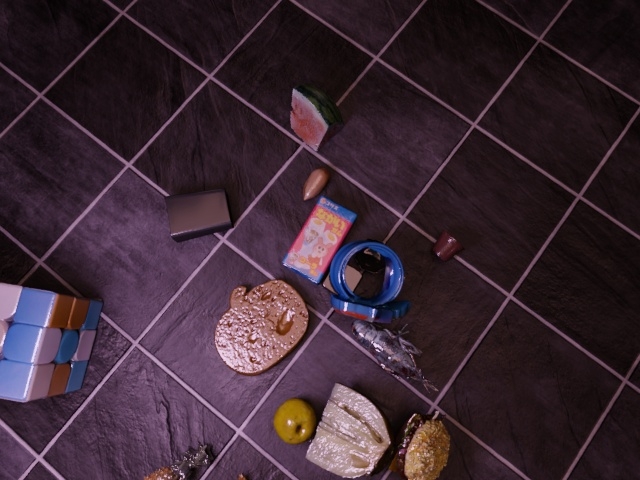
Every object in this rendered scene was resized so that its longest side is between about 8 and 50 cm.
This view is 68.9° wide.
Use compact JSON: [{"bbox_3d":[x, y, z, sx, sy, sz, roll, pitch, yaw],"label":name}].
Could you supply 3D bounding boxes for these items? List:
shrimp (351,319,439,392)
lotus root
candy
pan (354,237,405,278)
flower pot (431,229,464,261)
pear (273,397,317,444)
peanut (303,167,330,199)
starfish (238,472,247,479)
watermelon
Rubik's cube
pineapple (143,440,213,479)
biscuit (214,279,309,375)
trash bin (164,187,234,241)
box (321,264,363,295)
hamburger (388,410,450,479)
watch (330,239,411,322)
[{"bbox_3d":[0.276,0.385,1.654,0.372,0.137,0.172,33,96,8],"label":"shrimp"},{"bbox_3d":[0.131,0.650,1.549,0.260,0.149,0.267,12,70,35],"label":"lotus root"},{"bbox_3d":[0.000,0.000,1.764,0.157,0.100,0.306,28,80,7],"label":"candy"},{"bbox_3d":[0.214,0.092,1.767,0.128,0.048,0.202,-29,78,-5],"label":"pan"},{"bbox_3d":[0.473,0.028,1.763,0.111,0.111,0.089,43,97,8],"label":"flower pot"},{"bbox_3d":[-0.086,0.619,1.603,0.149,0.162,0.148,0,89,-15],"label":"pear"},{"bbox_3d":[-0.020,-0.219,1.822,0.076,0.076,0.152,37,84,7],"label":"peanut"},{"bbox_3d":[-0.246,0.888,1.582,0.146,0.074,0.190,-28,79,-7],"label":"starfish"},{"bbox_3d":[-0.039,-0.489,1.831,0.213,0.262,0.201,45,109,5],"label":"watermelon"},{"bbox_3d":[-1.003,0.325,1.568,0.347,0.346,0.344,8,77,2],"label":"Rubik's cube"},{"bbox_3d":[-0.485,0.789,1.594,0.251,0.125,0.125,-34,80,-12],"label":"pineapple"},{"bbox_3d":[-0.226,0.305,1.717,0.367,0.063,0.314,-40,78,-8],"label":"biscuit"},{"bbox_3d":[-0.458,-0.101,1.779,0.226,0.115,0.165,-12,79,-4],"label":"trash bin"},{"bbox_3d":[0.081,0.151,1.769,0.126,0.027,0.125,31,82,5],"label":"box"},{"bbox_3d":[0.347,0.689,1.552,0.139,0.243,0.261,12,78,41],"label":"hamburger"},{"bbox_3d":[0.194,0.142,1.641,0.305,0.241,0.274,8,90,-14],"label":"watch"}]
